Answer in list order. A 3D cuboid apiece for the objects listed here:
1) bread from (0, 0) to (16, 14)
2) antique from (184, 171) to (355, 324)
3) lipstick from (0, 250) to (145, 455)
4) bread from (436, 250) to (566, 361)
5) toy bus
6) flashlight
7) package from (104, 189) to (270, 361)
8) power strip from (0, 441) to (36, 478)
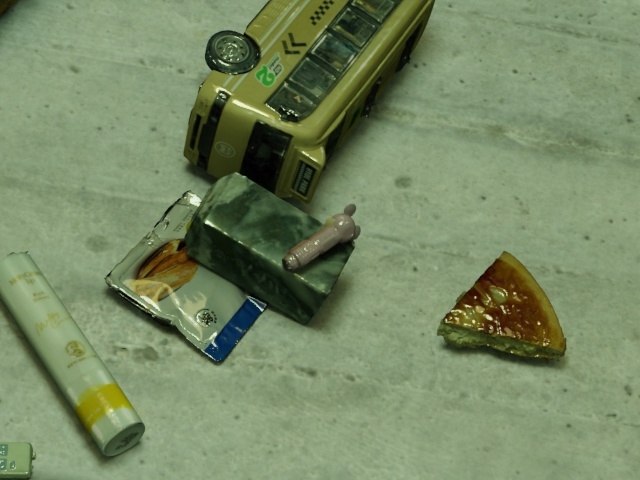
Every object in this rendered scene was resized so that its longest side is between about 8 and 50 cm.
[{"bbox_3d":[-0.534,-0.352,1.986,0.314,0.191,0.370,36,64,11],"label":"bread"},{"bbox_3d":[-0.065,0.006,1.840,0.183,0.088,0.086,31,56,-2],"label":"antique"},{"bbox_3d":[-0.289,0.125,1.772,0.059,0.059,0.264,-27,63,-23],"label":"lipstick"},{"bbox_3d":[0.217,0.073,1.875,0.154,0.054,0.136,11,57,-6],"label":"bread"},{"bbox_3d":[-0.013,-0.222,1.972,0.202,0.177,0.365,32,57,7],"label":"toy bus"},{"bbox_3d":[0.000,0.000,1.797,0.110,0.052,0.031,-34,42,-25],"label":"flashlight"},{"bbox_3d":[-0.140,0.040,1.864,0.173,0.027,0.171,33,56,9],"label":"package"},{"bbox_3d":[-0.357,0.240,1.711,0.090,0.016,0.040,1,56,-6],"label":"power strip"}]
